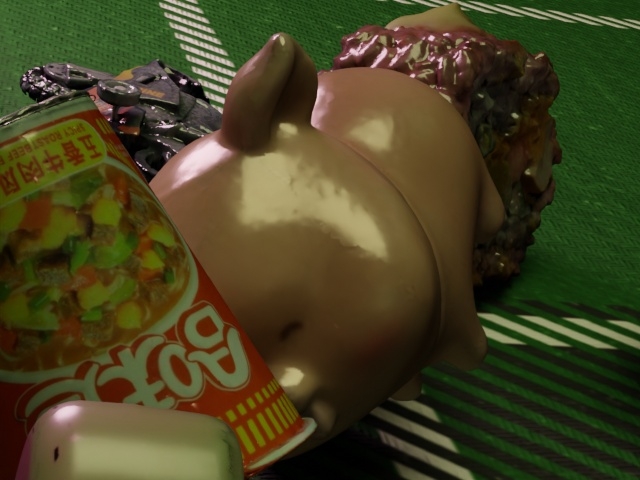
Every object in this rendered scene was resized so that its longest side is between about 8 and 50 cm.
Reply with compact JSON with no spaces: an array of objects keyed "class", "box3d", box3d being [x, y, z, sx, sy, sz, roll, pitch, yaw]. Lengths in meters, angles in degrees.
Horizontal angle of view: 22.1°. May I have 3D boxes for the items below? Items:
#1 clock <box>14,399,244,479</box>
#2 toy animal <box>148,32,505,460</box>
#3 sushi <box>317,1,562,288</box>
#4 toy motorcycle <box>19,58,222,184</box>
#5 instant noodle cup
[{"class":"clock","box3d":[-0.077,0.227,0.485,0.114,0.309,0.284,9,22,-12]},{"class":"toy animal","box3d":[0.000,0.000,1.055,0.269,0.237,0.326,35,36,-22]},{"class":"sushi","box3d":[0.096,-0.086,1.404,0.171,0.236,0.270,10,10,30]},{"class":"toy motorcycle","box3d":[-0.146,-0.094,1.480,0.173,0.108,0.307,0,27,-38]},{"class":"instant noodle cup","box3d":[-0.130,0.045,0.843,0.193,0.212,0.193,-26,1,1]}]
